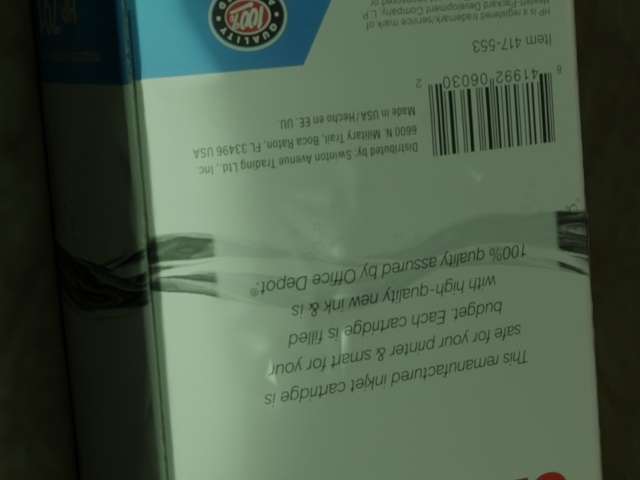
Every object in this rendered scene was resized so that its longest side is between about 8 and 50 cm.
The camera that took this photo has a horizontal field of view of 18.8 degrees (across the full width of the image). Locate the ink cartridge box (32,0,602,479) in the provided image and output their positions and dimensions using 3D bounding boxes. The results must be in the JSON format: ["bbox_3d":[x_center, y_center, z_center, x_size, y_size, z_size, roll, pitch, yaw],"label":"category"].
[{"bbox_3d":[0.000,0.000,0.552,0.139,0.082,0.191,-8,99,-27],"label":"ink cartridge box"}]
